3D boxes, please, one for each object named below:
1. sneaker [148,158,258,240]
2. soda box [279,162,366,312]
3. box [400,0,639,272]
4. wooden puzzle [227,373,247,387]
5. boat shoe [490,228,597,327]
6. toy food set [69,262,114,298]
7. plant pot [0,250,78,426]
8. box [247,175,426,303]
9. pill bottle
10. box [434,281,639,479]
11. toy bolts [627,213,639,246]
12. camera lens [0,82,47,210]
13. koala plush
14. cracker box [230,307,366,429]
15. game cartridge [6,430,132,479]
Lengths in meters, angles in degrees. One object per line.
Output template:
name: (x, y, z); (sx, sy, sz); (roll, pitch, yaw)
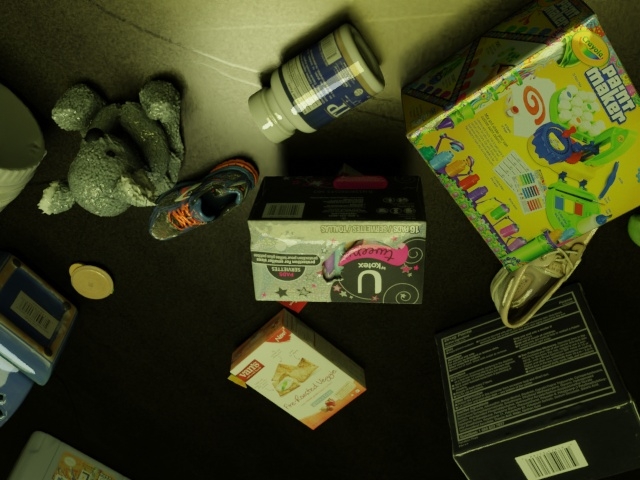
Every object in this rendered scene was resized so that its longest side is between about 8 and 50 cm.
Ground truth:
sneaker: (-0.208, -0.061, 1.146); (0.221, 0.087, 0.083); (-30, 116, 21)
soda box: (0.000, 0.000, 1.172); (0.084, 0.092, 0.263); (30, 120, -15)
box: (0.316, -0.157, 0.997); (0.279, 0.177, 0.290); (-31, 116, 22)
wooden puzzle: (-0.132, 0.277, 1.413); (0.079, 0.014, 0.116); (40, 117, -21)
boat shoe: (0.399, 0.026, 1.162); (0.109, 0.098, 0.302); (23, 122, -12)
toy food set: (-0.436, 0.079, 1.293); (0.083, 0.020, 0.082); (2, 124, 1)
plant pot: (-0.600, 0.176, 1.248); (0.212, 0.236, 0.236); (-34, 116, 16)
box: (0.029, -0.002, 1.015); (0.248, 0.163, 0.142); (0, 119, 5)
pill bottle: (-0.009, -0.226, 1.008); (0.187, 0.112, 0.112); (-28, 118, 21)
box: (0.386, 0.272, 1.211); (0.296, 0.294, 0.182); (-23, 122, 18)
toy bolts: (0.662, 0.032, 1.115); (0.229, 0.158, 0.218); (-22, 120, 17)
camera lens: (-0.597, -0.111, 1.055); (0.274, 0.219, 0.219); (-35, 115, 24)
koala plush: (-0.312, -0.112, 1.037); (0.196, 0.221, 0.203); (-3, 124, 5)
cracker box: (-0.043, 0.262, 1.359); (0.232, 0.067, 0.156); (40, 112, -21)
game cartridge: (-0.562, 0.584, 1.535); (0.297, 0.198, 0.062); (38, 118, -21)
